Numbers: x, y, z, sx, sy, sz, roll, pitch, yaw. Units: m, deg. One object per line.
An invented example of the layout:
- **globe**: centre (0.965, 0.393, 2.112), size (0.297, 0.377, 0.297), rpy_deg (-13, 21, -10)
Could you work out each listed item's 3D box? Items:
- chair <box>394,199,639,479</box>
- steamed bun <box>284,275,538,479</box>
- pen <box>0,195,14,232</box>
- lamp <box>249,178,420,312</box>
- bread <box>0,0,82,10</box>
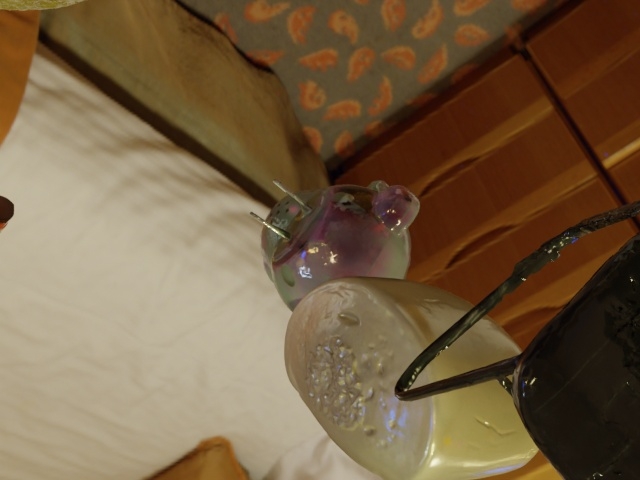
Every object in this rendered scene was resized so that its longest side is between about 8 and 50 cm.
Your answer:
- **chair**: centre (0.153, 0.055, 0.334), size (0.145, 0.140, 0.221), rpy_deg (-41, 177, -21)
- **steamed bun**: centre (0.094, 0.123, 0.811), size (0.200, 0.250, 0.154), rpy_deg (7, 110, -38)
- **pen**: centre (-0.315, 0.021, 0.712), size (0.028, 0.028, 0.239), rpy_deg (19, 146, -32)
- **lamp**: centre (0.000, 0.000, 1.189), size (0.247, 0.301, 0.247), rpy_deg (40, 87, -20)
- **bread**: centre (-0.226, -0.307, 0.615), size (0.270, 0.148, 0.269), rpy_deg (-1, 93, -24)
